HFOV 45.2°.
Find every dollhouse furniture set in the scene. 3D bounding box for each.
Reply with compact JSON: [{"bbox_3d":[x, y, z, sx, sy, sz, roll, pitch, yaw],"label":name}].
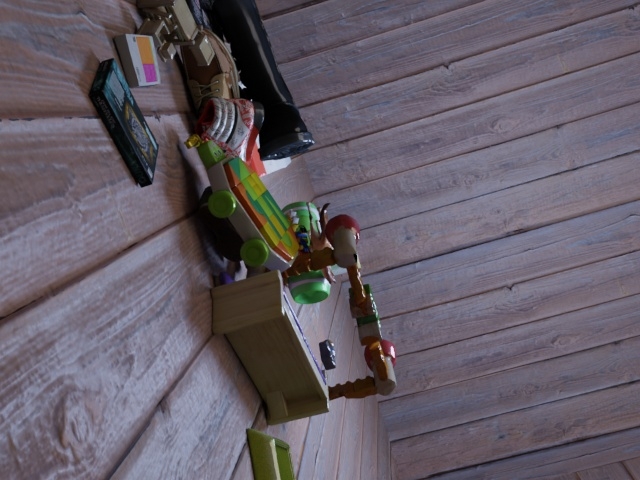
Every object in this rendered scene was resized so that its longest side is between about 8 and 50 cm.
[{"bbox_3d":[-0.330,-0.417,1.645,0.182,0.101,0.161,67,35,-49],"label":"dollhouse furniture set"}]

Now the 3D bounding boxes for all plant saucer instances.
[{"bbox_3d":[-0.088,0.483,1.575,0.188,0.045,0.188,57,18,-66],"label":"plant saucer"}]

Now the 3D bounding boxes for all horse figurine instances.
[{"bbox_3d":[0.000,0.000,2.150,0.263,0.066,0.175,96,-18,-63],"label":"horse figurine"}]

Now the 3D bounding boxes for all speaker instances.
[{"bbox_3d":[-0.048,0.036,2.319,0.131,0.131,0.297,61,18,-62],"label":"speaker"}]

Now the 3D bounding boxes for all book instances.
[{"bbox_3d":[-0.344,-0.341,1.465,0.144,0.035,0.096,-72,148,-77],"label":"book"}]

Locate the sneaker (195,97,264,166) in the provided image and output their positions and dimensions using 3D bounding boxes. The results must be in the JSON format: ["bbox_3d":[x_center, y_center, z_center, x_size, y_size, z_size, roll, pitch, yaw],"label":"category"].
[{"bbox_3d":[-0.235,-0.208,1.820,0.090,0.144,0.270,41,-59,50],"label":"sneaker"}]

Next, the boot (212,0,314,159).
[{"bbox_3d":[-0.153,-0.437,1.996,0.367,0.146,0.446,-143,-144,-85],"label":"boot"}]

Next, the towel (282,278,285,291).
[{"bbox_3d":[-0.142,0.052,2.182,0.275,0.031,0.199,-98,169,-48],"label":"towel"}]

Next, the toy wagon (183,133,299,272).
[{"bbox_3d":[-0.167,-0.088,1.648,0.344,0.068,0.267,57,13,-8],"label":"toy wagon"}]

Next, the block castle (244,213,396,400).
[{"bbox_3d":[0.001,0.184,1.901,0.213,0.302,0.454,-94,167,-64],"label":"block castle"}]

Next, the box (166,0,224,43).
[{"bbox_3d":[-0.331,-0.611,2.006,0.295,0.073,0.294,56,19,-68],"label":"box"}]

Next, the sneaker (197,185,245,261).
[{"bbox_3d":[-0.211,-0.042,1.693,0.192,0.064,0.086,62,18,-46],"label":"sneaker"}]

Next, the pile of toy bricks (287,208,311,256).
[{"bbox_3d":[-0.101,0.007,2.161,0.212,0.118,0.105,-116,-144,-50],"label":"pile of toy bricks"}]

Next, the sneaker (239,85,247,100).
[{"bbox_3d":[-0.247,-0.374,2.068,0.130,0.087,0.228,75,8,-54],"label":"sneaker"}]

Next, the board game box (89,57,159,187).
[{"bbox_3d":[-0.327,-0.198,1.298,0.126,0.026,0.186,-97,169,-53],"label":"board game box"}]

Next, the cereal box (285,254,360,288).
[{"bbox_3d":[-0.007,0.038,2.406,0.047,0.240,0.173,61,15,-60],"label":"cereal box"}]

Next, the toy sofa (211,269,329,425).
[{"bbox_3d":[-0.100,0.218,1.649,0.177,0.150,0.363,-96,168,-49],"label":"toy sofa"}]

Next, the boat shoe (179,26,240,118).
[{"bbox_3d":[-0.253,-0.349,1.852,0.120,0.122,0.324,-86,159,-56],"label":"boat shoe"}]

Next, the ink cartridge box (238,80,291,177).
[{"bbox_3d":[-0.196,-0.363,2.442,0.385,0.091,0.308,-78,151,-78],"label":"ink cartridge box"}]
